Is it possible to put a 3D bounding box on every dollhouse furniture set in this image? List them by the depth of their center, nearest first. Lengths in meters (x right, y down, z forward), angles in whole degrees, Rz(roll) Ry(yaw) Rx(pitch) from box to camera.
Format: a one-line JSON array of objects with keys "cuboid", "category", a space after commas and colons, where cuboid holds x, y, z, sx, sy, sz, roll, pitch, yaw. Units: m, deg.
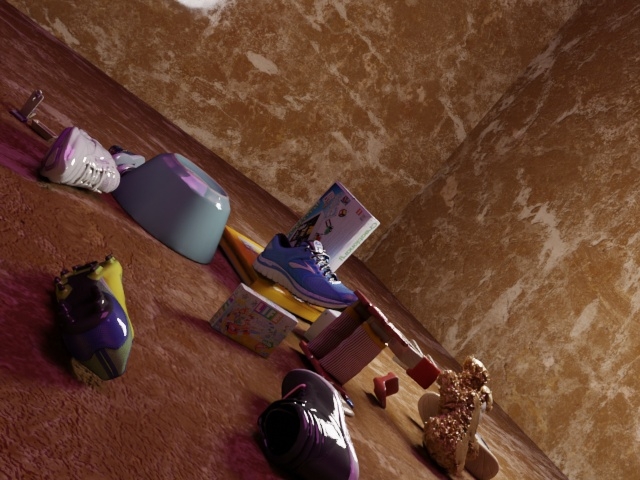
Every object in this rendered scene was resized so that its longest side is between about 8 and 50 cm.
[{"cuboid": [-0.651, -0.299, 1.703, 0.114, 0.081, 0.091, 40, 6, -6], "category": "dollhouse furniture set"}, {"cuboid": [0.146, 0.311, 1.758, 0.374, 0.201, 0.152, 44, 3, -36], "category": "dollhouse furniture set"}]

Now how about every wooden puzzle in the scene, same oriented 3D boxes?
[{"cuboid": [0.037, 0.355, 1.581, 0.116, 0.014, 0.078, 36, 12, -37], "category": "wooden puzzle"}]

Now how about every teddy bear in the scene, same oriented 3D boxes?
[{"cuboid": [0.353, 0.447, 1.853, 0.113, 0.338, 0.245, 2, -43, 33], "category": "teddy bear"}]

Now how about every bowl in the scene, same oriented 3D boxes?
[{"cuboid": [-0.346, -0.101, 1.792, 0.311, 0.163, 0.311, 41, 5, -5], "category": "bowl"}]

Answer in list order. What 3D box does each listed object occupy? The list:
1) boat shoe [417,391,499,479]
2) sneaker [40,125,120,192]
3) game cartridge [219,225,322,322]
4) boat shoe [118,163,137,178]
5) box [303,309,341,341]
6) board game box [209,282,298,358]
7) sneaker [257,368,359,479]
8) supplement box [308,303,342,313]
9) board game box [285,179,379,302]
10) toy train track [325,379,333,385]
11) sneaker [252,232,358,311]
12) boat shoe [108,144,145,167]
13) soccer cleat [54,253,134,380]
[{"cuboid": [0.375, 0.535, 1.982, 0.285, 0.103, 0.092, 45, 1, 7], "category": "boat shoe"}, {"cuboid": [-0.497, -0.165, 1.532, 0.152, 0.114, 0.305, 38, 7, -13], "category": "sneaker"}, {"cuboid": [-0.134, 0.102, 2.066, 0.323, 0.053, 0.285, 30, 14, -42], "category": "game cartridge"}, {"cuboid": [-0.483, -0.169, 1.887, 0.040, 0.049, 0.142, 34, 12, 19], "category": "boat shoe"}, {"cuboid": [0.028, 0.243, 1.901, 0.101, 0.102, 0.087, 42, 4, 8], "category": "box"}, {"cuboid": [-0.134, 0.165, 1.456, 0.154, 0.103, 0.026, 36, 8, -34], "category": "board game box"}, {"cuboid": [-0.039, 0.281, 1.185, 0.147, 0.104, 0.296, 43, 8, -30], "category": "sneaker"}, {"cuboid": [0.034, 0.170, 2.079, 0.080, 0.078, 0.233, 45, 8, 39], "category": "supplement box"}, {"cuboid": [0.000, 0.000, 1.997, 0.053, 0.305, 0.193, 36, 11, -47], "category": "board game box"}, {"cuboid": [-0.007, 0.308, 1.569, 0.083, 0.014, 0.048, 23, -1, -36], "category": "toy train track"}, {"cuboid": [-0.023, 0.076, 1.831, 0.330, 0.147, 0.130, 29, 3, 28], "category": "sneaker"}, {"cuboid": [-0.542, -0.213, 1.904, 0.083, 0.065, 0.183, 24, 9, 6], "category": "boat shoe"}, {"cuboid": [-0.313, 0.103, 1.010, 0.289, 0.093, 0.121, -136, -155, -68], "category": "soccer cleat"}]
